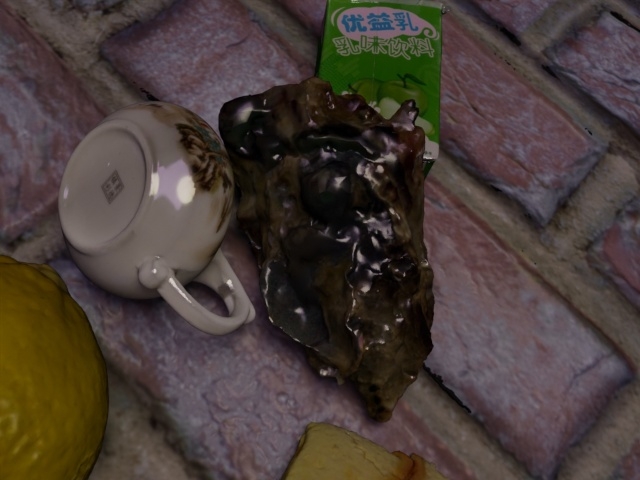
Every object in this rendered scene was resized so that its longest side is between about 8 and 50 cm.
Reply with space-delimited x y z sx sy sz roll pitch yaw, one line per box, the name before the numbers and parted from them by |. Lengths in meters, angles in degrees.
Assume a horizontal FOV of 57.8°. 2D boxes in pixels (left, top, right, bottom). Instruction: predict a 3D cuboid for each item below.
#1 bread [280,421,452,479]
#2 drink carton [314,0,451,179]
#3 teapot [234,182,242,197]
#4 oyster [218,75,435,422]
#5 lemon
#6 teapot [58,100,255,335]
bread | 0.059 0.304 0.560 0.240 0.135 0.178 27 31 4
drink carton | 0.071 -0.189 0.741 0.161 0.108 0.271 9 65 -6
teapot | -0.063 -0.029 0.685 0.043 0.043 0.111 -19 74 -17
oyster | -0.001 0.011 0.600 0.221 0.096 0.361 -3 92 21
lemon | -0.305 0.140 0.438 0.293 0.293 0.293 4 65 -8
teapot | -0.170 -0.031 0.603 0.204 0.139 0.298 -33 66 18
